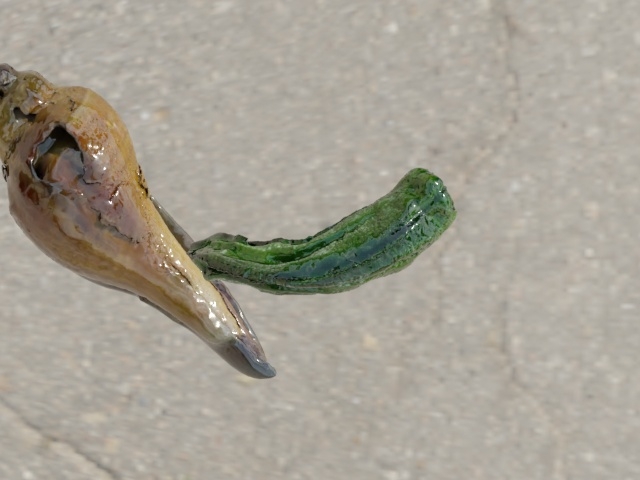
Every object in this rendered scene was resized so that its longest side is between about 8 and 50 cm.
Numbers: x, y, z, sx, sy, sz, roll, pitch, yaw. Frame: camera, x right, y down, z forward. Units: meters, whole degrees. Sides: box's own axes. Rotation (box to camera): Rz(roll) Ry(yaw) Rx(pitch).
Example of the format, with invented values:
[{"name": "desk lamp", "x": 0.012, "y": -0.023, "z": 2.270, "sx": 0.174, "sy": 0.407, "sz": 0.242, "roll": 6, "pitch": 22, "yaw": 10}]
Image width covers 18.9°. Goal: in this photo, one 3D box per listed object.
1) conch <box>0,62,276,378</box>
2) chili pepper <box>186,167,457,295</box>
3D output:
[{"name": "conch", "x": -0.120, "y": -0.009, "z": 1.066, "sx": 0.080, "sy": 0.086, "sz": 0.233, "roll": -32, "pitch": 110, "yaw": 0}, {"name": "chili pepper", "x": -0.002, "y": 0.006, "z": 0.762, "sx": 0.035, "sy": 0.118, "sz": 0.055, "roll": 65, "pitch": 24, "yaw": -19}]
